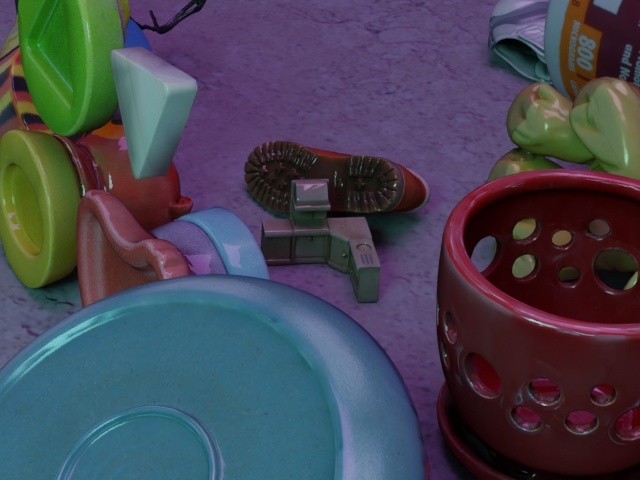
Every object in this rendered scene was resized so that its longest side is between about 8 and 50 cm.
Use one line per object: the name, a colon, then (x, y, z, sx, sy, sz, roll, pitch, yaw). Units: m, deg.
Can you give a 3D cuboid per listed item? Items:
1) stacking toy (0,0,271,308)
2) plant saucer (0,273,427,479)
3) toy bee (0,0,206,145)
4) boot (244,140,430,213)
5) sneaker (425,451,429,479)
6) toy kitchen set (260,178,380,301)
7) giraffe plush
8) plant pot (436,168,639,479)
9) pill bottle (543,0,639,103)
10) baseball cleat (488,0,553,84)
stacking toy: (-0.114, -0.052, 1.180, 0.130, 0.280, 0.309, -9, 36, -30)
plant saucer: (-0.098, 0.145, 0.933, 0.317, 0.044, 0.318, -11, 54, 15)
toy bee: (-0.235, -0.183, 1.470, 0.195, 0.162, 0.298, -37, 17, 18)
boot: (0.014, -0.047, 1.392, 0.157, 0.059, 0.084, 11, 4, 31)
sneaker: (0.016, 0.137, 1.029, 0.104, 0.125, 0.262, 8, 33, 5)
toy kitchen set: (0.000, 0.000, 1.294, 0.083, 0.068, 0.075, -2, 33, -9)
giraffe plush: (0.257, -0.030, 1.308, 0.170, 0.181, 0.210, 4, 14, -43)
plant pot: (0.167, 0.072, 1.102, 0.191, 0.174, 0.191, 3, 32, -2)
pill bottle: (0.401, -0.140, 1.416, 0.224, 0.224, 0.392, -22, 40, -35)
baseball cleat: (0.267, -0.189, 1.638, 0.205, 0.072, 0.109, 4, 46, 8)
